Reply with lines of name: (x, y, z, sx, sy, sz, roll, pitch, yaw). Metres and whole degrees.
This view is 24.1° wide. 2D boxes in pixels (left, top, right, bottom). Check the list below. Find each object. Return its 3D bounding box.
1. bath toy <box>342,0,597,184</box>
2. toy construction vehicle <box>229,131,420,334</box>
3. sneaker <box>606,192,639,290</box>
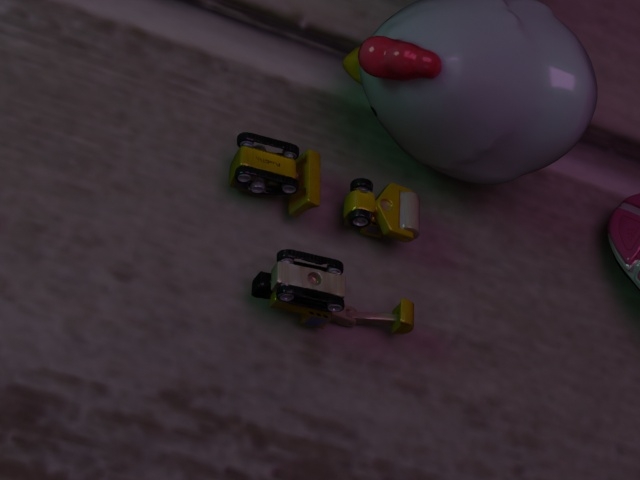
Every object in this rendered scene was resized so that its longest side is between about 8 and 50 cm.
bath toy: (0.072, -0.204, 0.729, 0.129, 0.151, 0.348, 7, 89, -46)
toy construction vehicle: (0.000, 0.000, 0.719, 0.098, 0.035, 0.086, 12, 57, -22)
sneaker: (0.225, 0.036, 0.788, 0.170, 0.075, 0.063, 30, 80, 13)
